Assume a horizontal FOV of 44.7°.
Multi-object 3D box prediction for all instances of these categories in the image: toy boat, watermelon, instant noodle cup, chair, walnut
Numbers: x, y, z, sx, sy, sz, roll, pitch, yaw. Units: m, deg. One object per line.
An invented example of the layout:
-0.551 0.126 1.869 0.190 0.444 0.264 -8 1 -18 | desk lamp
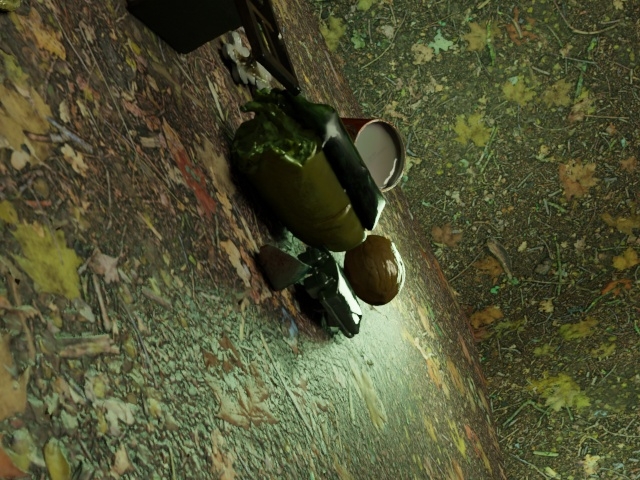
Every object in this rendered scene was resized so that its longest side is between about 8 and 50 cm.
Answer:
0.033 0.135 1.751 0.319 0.092 0.141 59 13 -55 | toy boat
-0.072 0.052 1.543 0.094 0.081 0.180 53 -6 18 | watermelon
0.100 -0.231 2.142 0.250 0.192 0.250 -1 92 -39 | instant noodle cup
-0.223 -0.439 1.481 0.203 0.240 0.416 32 40 -65 | chair
0.143 0.081 2.091 0.167 0.167 0.207 49 20 -50 | walnut

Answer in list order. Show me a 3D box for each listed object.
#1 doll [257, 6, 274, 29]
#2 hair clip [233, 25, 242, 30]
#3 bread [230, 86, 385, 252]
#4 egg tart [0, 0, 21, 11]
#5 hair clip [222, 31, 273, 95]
-0.177 -0.691 2.366 0.214 0.071 0.103 49 20 -66 | doll
-0.232 -0.674 2.117 0.101 0.085 0.331 60 9 -31 | hair clip
-0.026 -0.131 1.685 0.208 0.251 0.376 -56 136 -20 | bread
-0.414 -0.356 0.986 0.129 0.049 0.129 61 13 -25 | egg tart
-0.174 -0.438 1.981 0.257 0.075 0.146 41 30 -73 | hair clip
